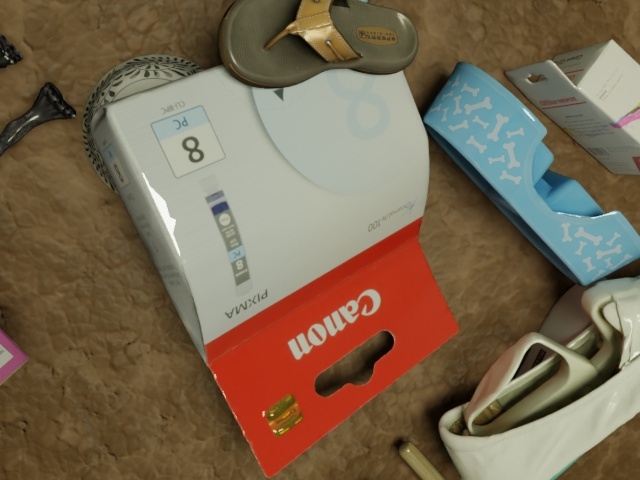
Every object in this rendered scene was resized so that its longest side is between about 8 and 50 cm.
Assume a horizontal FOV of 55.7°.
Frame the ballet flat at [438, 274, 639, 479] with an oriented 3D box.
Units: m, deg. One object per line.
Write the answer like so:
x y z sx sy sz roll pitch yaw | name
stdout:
0.292 0.128 0.645 0.400 0.139 0.139 -42 102 11 | ballet flat

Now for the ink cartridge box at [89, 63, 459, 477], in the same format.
0.000 0.000 0.616 0.308 0.091 0.384 -29 100 -30 | ink cartridge box

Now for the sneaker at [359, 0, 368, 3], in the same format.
0.039 -0.314 0.649 0.283 0.110 0.122 -22 135 -19 | sneaker

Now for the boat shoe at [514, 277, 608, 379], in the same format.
0.308 0.148 0.754 0.070 0.078 0.219 26 100 -11 | boat shoe

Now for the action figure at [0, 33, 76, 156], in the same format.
-0.383 -0.080 0.574 0.276 0.141 0.164 -41 111 -5 | action figure

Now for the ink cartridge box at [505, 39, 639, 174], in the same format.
0.321 -0.159 0.694 0.198 0.115 0.067 36 91 -12 | ink cartridge box

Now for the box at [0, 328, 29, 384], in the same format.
-0.423 0.104 0.538 0.243 0.117 0.213 -32 104 34 | box

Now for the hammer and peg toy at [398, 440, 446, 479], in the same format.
0.085 0.420 0.685 0.266 0.127 0.361 53 45 3 | hammer and peg toy

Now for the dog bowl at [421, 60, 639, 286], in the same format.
0.228 -0.064 0.673 0.297 0.166 0.074 43 100 -12 | dog bowl

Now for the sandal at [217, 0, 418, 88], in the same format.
0.011 -0.189 0.553 0.219 0.060 0.089 -7 88 -30 | sandal

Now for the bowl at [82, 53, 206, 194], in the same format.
-0.169 -0.116 0.635 0.170 0.080 0.170 -1 96 -10 | bowl
